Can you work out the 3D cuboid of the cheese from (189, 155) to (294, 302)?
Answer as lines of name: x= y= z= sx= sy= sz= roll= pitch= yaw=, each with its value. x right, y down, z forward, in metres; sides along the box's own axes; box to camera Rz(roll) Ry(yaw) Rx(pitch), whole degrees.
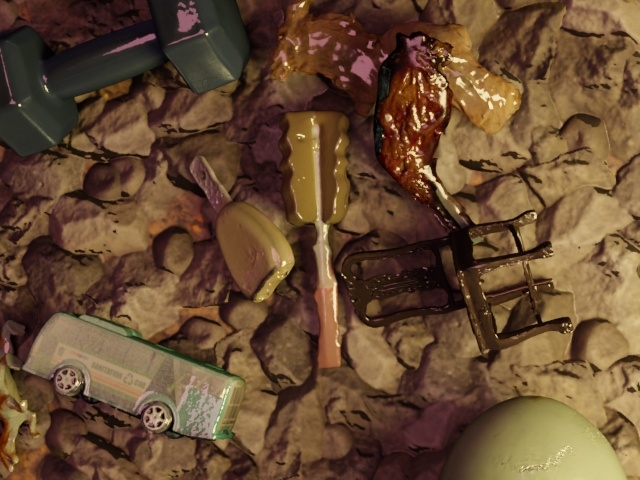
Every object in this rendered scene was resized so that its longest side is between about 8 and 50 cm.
cheese: x=-0.103 y=-0.023 z=1.044 sx=0.192 sy=0.037 sz=0.097 roll=56 pitch=132 yaw=19

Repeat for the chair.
chair: x=0.137 y=0.056 z=0.942 sx=0.229 sy=0.113 sz=0.106 roll=-16 pitch=112 yaw=12

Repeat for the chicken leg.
chicken leg: x=0.113 y=-0.101 z=0.956 sx=0.106 sy=0.051 sz=0.253 roll=-7 pitch=114 yaw=24

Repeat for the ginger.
ginger: x=0.082 y=-0.194 z=0.988 sx=0.290 sy=0.084 sz=0.122 roll=17 pitch=91 yaw=14

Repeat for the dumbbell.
dumbbell: x=-0.247 y=-0.215 z=1.040 sx=0.316 sy=0.143 sz=0.156 roll=-17 pitch=85 yaw=13

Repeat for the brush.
brush: x=0.000 y=0.000 z=1.017 sx=0.084 sy=0.071 sz=0.301 roll=-2 pitch=93 yaw=10

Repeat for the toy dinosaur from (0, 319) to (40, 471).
toy dinosaur: x=-0.419 y=0.173 z=1.126 sx=0.212 sy=0.057 sz=0.142 roll=47 pitch=118 yaw=22

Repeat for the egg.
egg: x=0.212 y=0.297 z=0.881 sx=0.203 sy=0.203 sz=0.282 roll=2 pitch=92 yaw=14

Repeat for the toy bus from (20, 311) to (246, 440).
toy bus: x=-0.222 y=0.166 z=1.054 sx=0.262 sy=0.091 sz=0.109 roll=19 pitch=82 yaw=12
